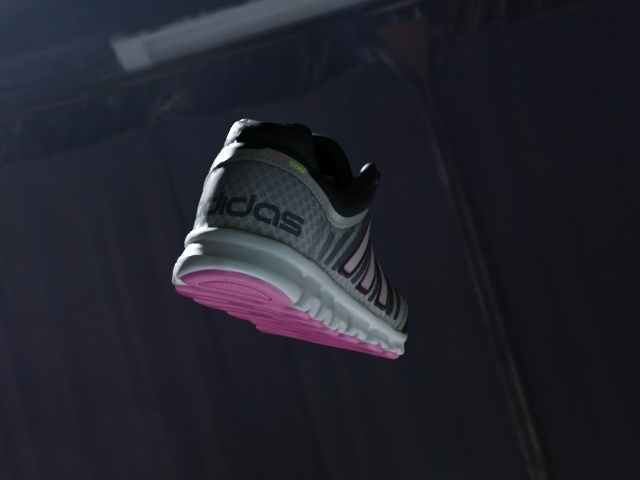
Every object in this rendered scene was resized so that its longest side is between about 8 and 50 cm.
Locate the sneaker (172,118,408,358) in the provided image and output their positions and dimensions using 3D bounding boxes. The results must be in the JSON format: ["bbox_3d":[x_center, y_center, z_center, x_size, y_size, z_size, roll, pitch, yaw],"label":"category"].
[{"bbox_3d":[0.000,0.000,0.497,0.063,0.075,0.170,9,-10,22],"label":"sneaker"}]
